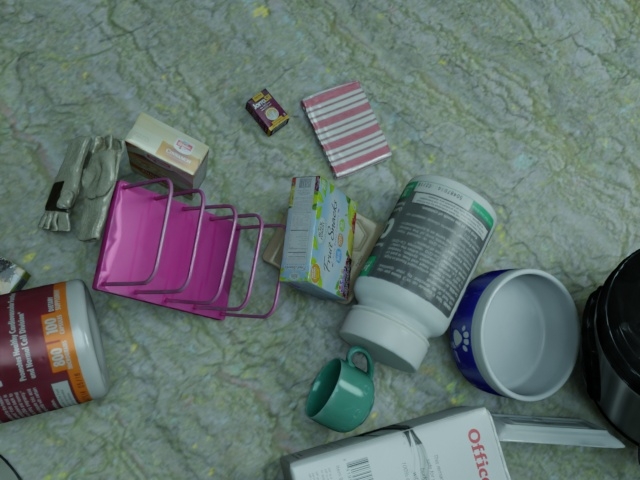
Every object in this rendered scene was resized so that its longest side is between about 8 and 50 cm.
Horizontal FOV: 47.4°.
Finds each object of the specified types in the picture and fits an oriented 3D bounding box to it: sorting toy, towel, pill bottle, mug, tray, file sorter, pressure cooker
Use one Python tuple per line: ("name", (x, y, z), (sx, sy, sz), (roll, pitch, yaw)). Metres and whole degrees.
("sorting toy", (0.009, 0.008, 1.532), (0.208, 0.038, 0.193), (28, 74, 1))
("towel", (0.057, -0.244, 1.598), (0.144, 0.029, 0.197), (-23, 86, -15))
("pill bottle", (-0.590, 0.213, 1.272), (0.392, 0.224, 0.224), (-13, 81, -14))
("mug", (0.053, 0.298, 1.415), (0.097, 0.157, 0.129), (31, 35, -14))
("tray", (0.457, 0.381, 1.476), (0.271, 0.145, 0.030), (6, 88, -10))
("file sorter", (-0.224, 0.022, 1.336), (0.291, 0.182, 0.202), (21, 72, -43))
("pressure cooker", (0.715, 0.236, 1.431), (0.370, 0.420, 0.375), (-29, 57, -2))
("pill bottle", (0.193, 0.067, 1.464), (0.204, 0.204, 0.361), (30, 74, -3))

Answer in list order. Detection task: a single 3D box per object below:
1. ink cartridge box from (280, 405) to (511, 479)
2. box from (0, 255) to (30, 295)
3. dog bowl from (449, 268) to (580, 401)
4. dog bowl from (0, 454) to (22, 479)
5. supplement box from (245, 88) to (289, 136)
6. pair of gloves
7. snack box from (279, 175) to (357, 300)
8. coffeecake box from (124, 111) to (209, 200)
("ink cartridge box", (0.153, 0.502, 1.382), (0.395, 0.166, 0.285), (-12, 81, -12))
("box", (-0.677, 0.035, 1.381), (0.232, 0.058, 0.087), (30, 74, -3))
("dog bowl", (0.398, 0.189, 1.490), (0.265, 0.104, 0.264), (2, 86, -27))
("dog bowl", (-0.704, 0.529, 1.223), (0.408, 0.150, 0.407), (2, 78, -11))
("supplement box", (-0.113, -0.274, 1.562), (0.055, 0.043, 0.083), (-39, 87, -14))
("pair of gloves", (-0.451, -0.104, 1.371), (0.042, 0.240, 0.204), (20, 83, -42))
("snack box", (0.000, 0.000, 1.421), (0.070, 0.174, 0.207), (-3, 72, 28))
("coffeecake box", (-0.298, -0.160, 1.428), (0.142, 0.185, 0.068), (27, 74, -4))
